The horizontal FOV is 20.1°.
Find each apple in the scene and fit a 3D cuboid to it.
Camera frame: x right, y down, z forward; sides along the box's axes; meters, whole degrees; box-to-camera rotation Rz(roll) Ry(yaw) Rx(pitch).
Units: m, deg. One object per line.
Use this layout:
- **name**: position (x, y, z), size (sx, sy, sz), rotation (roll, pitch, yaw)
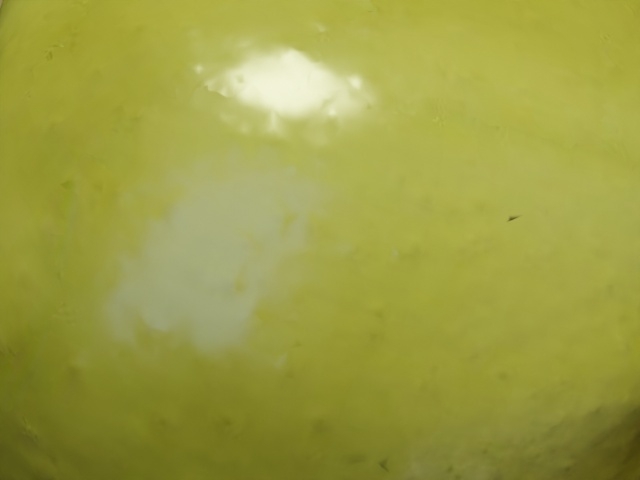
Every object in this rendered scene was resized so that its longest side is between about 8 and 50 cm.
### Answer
- **apple**: position (0.000, 0.000, 0.420), size (0.200, 0.200, 0.200), rotation (3, 101, 16)
